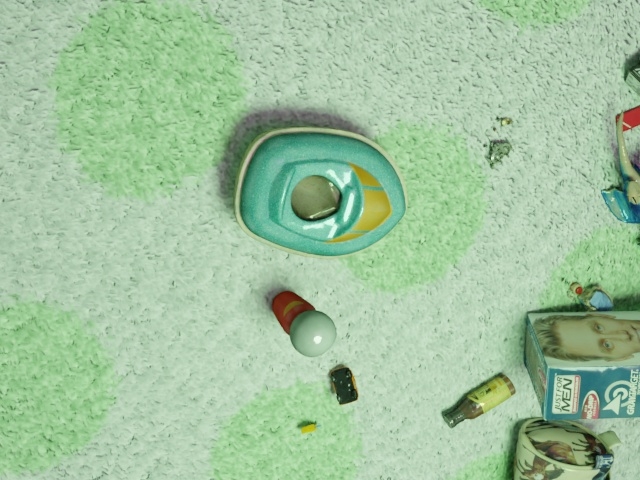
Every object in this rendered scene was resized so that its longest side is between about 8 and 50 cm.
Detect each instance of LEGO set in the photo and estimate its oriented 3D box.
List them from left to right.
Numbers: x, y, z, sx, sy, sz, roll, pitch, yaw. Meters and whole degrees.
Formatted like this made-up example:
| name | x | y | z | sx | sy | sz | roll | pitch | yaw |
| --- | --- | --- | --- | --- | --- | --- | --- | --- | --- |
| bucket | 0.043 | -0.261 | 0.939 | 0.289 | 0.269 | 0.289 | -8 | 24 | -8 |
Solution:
| name | x | y | z | sx | sy | sz | roll | pitch | yaw |
| --- | --- | --- | --- | --- | --- | --- | --- | --- | --- |
| LEGO set | 0.280 | -0.148 | 1.625 | 0.054 | 0.023 | 0.083 | -12 | 113 | -18 |

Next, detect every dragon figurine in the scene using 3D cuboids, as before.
| name | x | y | z | sx | sy | sz | roll | pitch | yaw |
| --- | --- | --- | --- | --- | --- | --- | --- | --- | --- |
| dragon figurine | 0.524 | -0.071 | 1.721 | 0.085 | 0.144 | 0.289 | -39 | 99 | -4 |

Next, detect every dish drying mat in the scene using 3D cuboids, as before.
| name | x | y | z | sx | sy | sz | roll | pitch | yaw |
| --- | --- | --- | --- | --- | --- | --- | --- | --- | --- |
| dish drying mat | 0.520 | -0.203 | 1.715 | 0.083 | 0.008 | 0.032 | -22 | 115 | -14 |

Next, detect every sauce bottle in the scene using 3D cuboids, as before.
| name | x | y | z | sx | sy | sz | roll | pitch | yaw |
| --- | --- | --- | --- | --- | --- | --- | --- | --- | --- |
| sauce bottle | 0.267 | 0.273 | 1.764 | 0.128 | 0.042 | 0.042 | -30 | 117 | -13 |

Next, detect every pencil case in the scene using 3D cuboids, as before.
| name | x | y | z | sx | sy | sz | roll | pitch | yaw |
| --- | --- | --- | --- | --- | --- | --- | --- | --- | --- |
| pencil case | 0.413 | 0.523 | 1.849 | 0.183 | 0.160 | 0.411 | 4 | 108 | -3 |

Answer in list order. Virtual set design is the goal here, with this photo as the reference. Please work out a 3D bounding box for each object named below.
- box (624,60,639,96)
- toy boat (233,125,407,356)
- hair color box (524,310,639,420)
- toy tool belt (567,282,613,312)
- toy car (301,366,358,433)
| name | x | y | z | sx | sy | sz | roll | pitch | yaw |
| --- | --- | --- | --- | --- | --- | --- | --- | --- | --- |
| box | 0.613 | -0.251 | 1.650 | 0.184 | 0.191 | 0.045 | -38 | 163 | -8 |
| toy boat | 0.000 | 0.000 | 1.492 | 0.267 | 0.148 | 0.318 | 4 | 107 | -24 |
| hair color box | 0.520 | 0.197 | 1.703 | 0.347 | 0.174 | 0.105 | -2 | 115 | 0 |
| toy tool belt | 0.465 | 0.102 | 1.779 | 0.083 | 0.051 | 0.052 | 33 | 94 | -29 |
| toy car | 0.012 | 0.252 | 1.664 | 0.122 | 0.060 | 0.040 | -37 | 164 | 12 |
